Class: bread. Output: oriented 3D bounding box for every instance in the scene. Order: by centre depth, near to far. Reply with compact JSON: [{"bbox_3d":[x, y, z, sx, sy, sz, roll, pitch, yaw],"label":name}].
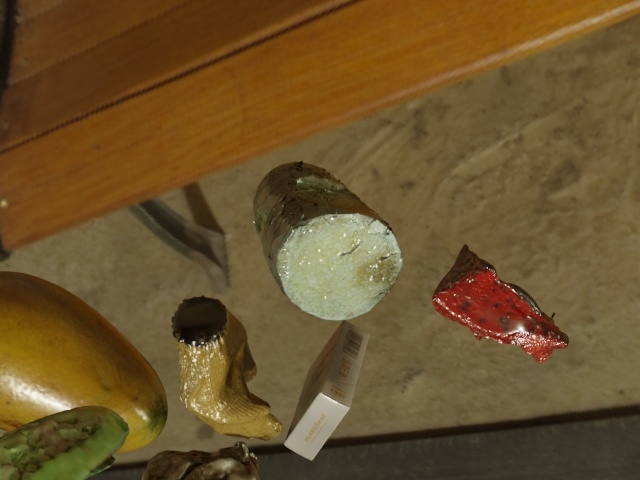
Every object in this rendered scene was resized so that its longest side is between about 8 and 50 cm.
[{"bbox_3d":[-0.222,0.179,0.463,0.301,0.301,0.045,-40,85,11],"label":"bread"}]

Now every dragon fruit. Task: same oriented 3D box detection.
[{"bbox_3d":[0.264,0.081,1.317,0.192,0.092,0.122,34,135,-3],"label":"dragon fruit"}]

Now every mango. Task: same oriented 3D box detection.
[{"bbox_3d":[-0.392,0.188,1.405,0.378,0.264,0.221,25,66,9],"label":"mango"}]

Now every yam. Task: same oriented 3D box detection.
[{"bbox_3d":[0.000,0.000,1.127,0.154,0.154,0.254,-52,20,4],"label":"yam"}]

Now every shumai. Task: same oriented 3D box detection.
[{"bbox_3d":[-0.216,0.443,1.807,0.185,0.218,0.184,-46,46,3],"label":"shumai"}]

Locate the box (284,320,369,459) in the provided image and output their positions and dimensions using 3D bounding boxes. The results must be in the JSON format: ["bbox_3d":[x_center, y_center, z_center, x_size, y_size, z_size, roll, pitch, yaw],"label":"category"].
[{"bbox_3d":[0.014,0.271,1.771,0.067,0.233,0.149,27,121,-3],"label":"box"}]

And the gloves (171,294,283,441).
[{"bbox_3d":[-0.190,0.262,1.838,0.155,0.356,0.203,-20,35,7],"label":"gloves"}]
